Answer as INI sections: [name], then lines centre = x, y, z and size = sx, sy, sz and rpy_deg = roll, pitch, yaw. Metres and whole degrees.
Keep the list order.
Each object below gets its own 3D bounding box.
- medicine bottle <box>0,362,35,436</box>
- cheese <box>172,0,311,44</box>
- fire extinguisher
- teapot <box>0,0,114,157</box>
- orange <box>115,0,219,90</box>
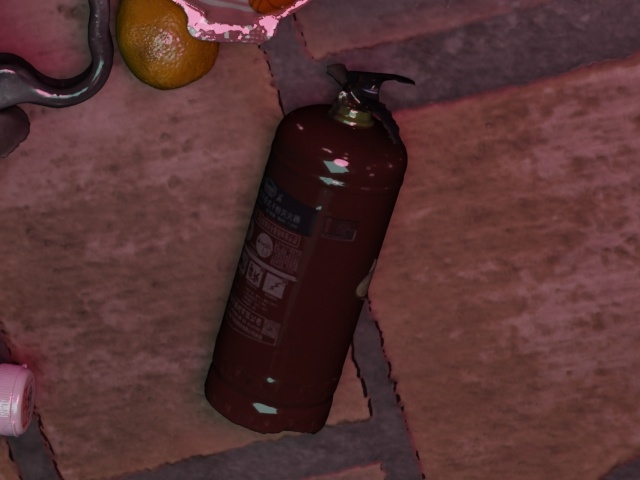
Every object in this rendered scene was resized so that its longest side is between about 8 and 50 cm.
[medicine bottle]
centre = -0.366, 0.131, 1.674
size = 0.219, 0.115, 0.078
rpy_deg = 6, 111, 5
[cheese]
centre = -0.058, -0.297, 1.481
size = 0.188, 0.074, 0.286
rpy_deg = 5, 101, -11
[fire extinguisher]
centre = 0.000, 0.000, 1.568
size = 0.114, 0.135, 0.337
rpy_deg = 1, 117, -32
[teapot]
centre = -0.324, -0.162, 1.532
size = 0.305, 0.223, 0.285
rpy_deg = -31, 118, -22
[orange]
centre = -0.127, -0.170, 1.540
size = 0.085, 0.085, 0.095
rpy_deg = -29, 86, 17
